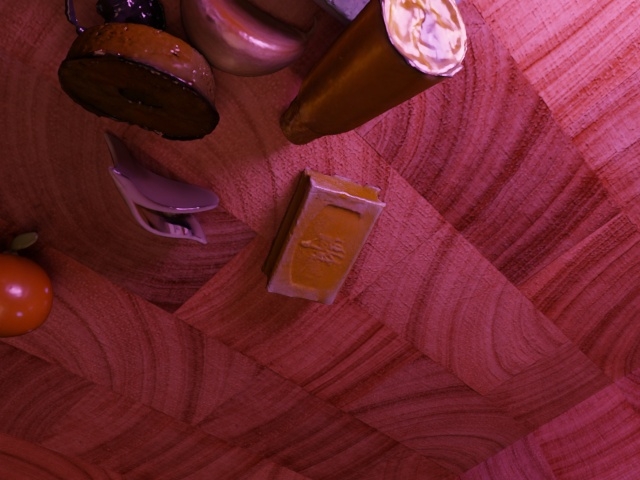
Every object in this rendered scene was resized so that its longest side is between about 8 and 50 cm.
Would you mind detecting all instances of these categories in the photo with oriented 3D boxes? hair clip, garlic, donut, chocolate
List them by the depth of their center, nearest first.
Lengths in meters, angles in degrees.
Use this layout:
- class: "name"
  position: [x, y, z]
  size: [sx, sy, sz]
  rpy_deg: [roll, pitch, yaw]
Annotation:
- class: "chocolate"
  position: [0.046, -0.274, 0.903]
  size: [0.162, 0.162, 0.445]
  rpy_deg: [23, 163, -23]
- class: "donut"
  position: [-0.305, -0.280, 0.927]
  size: [0.271, 0.107, 0.272]
  rpy_deg: [7, 164, 2]
- class: "garlic"
  position: [-0.134, -0.374, 0.948]
  size: [0.244, 0.145, 0.164]
  rpy_deg: [18, 90, -23]
- class: "hair clip"
  position: [-0.331, -0.086, 1.098]
  size: [0.282, 0.173, 0.113]
  rpy_deg: [25, 110, -38]

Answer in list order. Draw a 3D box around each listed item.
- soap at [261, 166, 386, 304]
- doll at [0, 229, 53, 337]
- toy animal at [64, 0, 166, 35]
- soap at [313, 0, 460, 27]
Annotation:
- class: "soap"
  position: [0.000, 0.000, 1.249]
  size: [0.199, 0.091, 0.315]
  rpy_deg: [16, 121, -18]
- class: "doll"
  position: [-0.681, 0.091, 1.155]
  size: [0.213, 0.213, 0.236]
  rpy_deg: [14, 79, -18]
- class: "toy animal"
  position: [-0.364, -0.415, 0.908]
  size: [0.148, 0.084, 0.233]
  rpy_deg: [-31, 124, -1]
- class: "soap"
  position: [0.037, -0.517, 0.845]
  size: [0.445, 0.156, 0.261]
  rpy_deg: [29, 116, -26]
